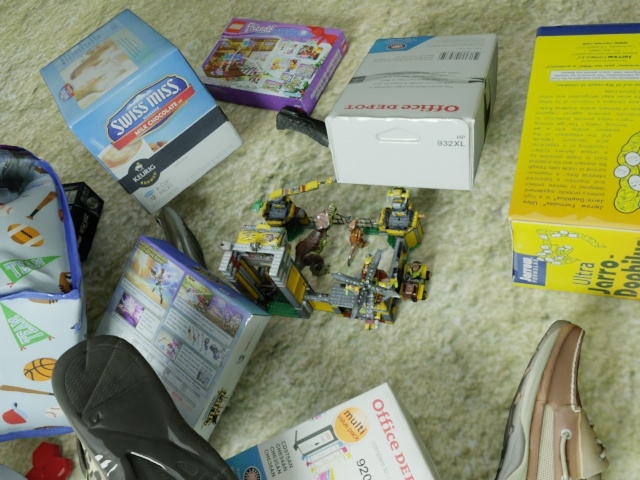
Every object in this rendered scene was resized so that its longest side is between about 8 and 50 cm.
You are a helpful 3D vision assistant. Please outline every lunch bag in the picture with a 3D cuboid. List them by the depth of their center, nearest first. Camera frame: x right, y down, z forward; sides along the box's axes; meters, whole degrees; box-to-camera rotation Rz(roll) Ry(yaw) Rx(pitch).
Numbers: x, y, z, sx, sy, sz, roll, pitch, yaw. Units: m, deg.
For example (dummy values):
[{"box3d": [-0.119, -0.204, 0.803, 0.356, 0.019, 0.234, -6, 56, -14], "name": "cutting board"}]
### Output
[{"box3d": [-0.509, 0.074, 0.957, 0.239, 0.327, 0.385, 0, 39, -26], "name": "lunch bag"}]

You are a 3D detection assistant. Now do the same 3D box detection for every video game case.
[{"box3d": [-0.237, 0.158, 0.946, 0.270, 0.061, 0.244, 31, 98, 30], "name": "video game case"}]

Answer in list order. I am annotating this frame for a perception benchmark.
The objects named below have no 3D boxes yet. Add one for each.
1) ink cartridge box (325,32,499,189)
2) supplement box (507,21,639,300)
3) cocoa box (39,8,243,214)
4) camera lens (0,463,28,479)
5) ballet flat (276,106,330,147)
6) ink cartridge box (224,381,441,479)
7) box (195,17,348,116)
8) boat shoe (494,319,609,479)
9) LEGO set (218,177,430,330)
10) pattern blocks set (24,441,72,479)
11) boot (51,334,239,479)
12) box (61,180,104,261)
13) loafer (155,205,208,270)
[{"box3d": [0.166, -0.224, 0.998, 0.223, 0.129, 0.307, 5, 41, 21], "name": "ink cartridge box"}, {"box3d": [0.398, -0.120, 0.871, 0.195, 0.194, 0.356, 6, 63, 22], "name": "supplement box"}, {"box3d": [-0.355, -0.261, 1.152, 0.231, 0.228, 0.347, -38, 43, -6], "name": "cocoa box"}, {"box3d": [-0.534, 0.453, 0.793, 0.220, 0.219, 0.274, 16, 83, 26], "name": "camera lens"}, {"box3d": [-0.018, -0.213, 1.169, 0.173, 0.049, 0.058, 32, 32, 30], "name": "ballet flat"}, {"box3d": [0.032, 0.320, 0.742, 0.233, 0.168, 0.171, -26, 55, 2], "name": "ink cartridge box"}, {"box3d": [-0.112, -0.381, 1.287, 0.294, 0.057, 0.200, 17, 67, 27], "name": "box"}, {"box3d": [0.286, 0.259, 0.733, 0.117, 0.123, 0.324, 16, 72, 19], "name": "boat shoe"}, {"box3d": [0.000, 0.000, 0.933, 0.332, 0.192, 0.254, 13, 65, 25], "name": "LEGO set"}, {"box3d": [-0.356, 0.463, 0.871, 0.286, 0.026, 0.324, -7, 59, 19], "name": "pattern blocks set"}, {"box3d": [-0.197, 0.327, 0.723, 0.138, 0.284, 0.377, -28, 63, -30], "name": "boot"}, {"box3d": [-0.555, -0.032, 1.213, 0.180, 0.077, 0.147, -6, 58, 15], "name": "box"}, {"box3d": [-0.253, 0.041, 1.055, 0.088, 0.094, 0.251, -28, 55, -4], "name": "loafer"}]
